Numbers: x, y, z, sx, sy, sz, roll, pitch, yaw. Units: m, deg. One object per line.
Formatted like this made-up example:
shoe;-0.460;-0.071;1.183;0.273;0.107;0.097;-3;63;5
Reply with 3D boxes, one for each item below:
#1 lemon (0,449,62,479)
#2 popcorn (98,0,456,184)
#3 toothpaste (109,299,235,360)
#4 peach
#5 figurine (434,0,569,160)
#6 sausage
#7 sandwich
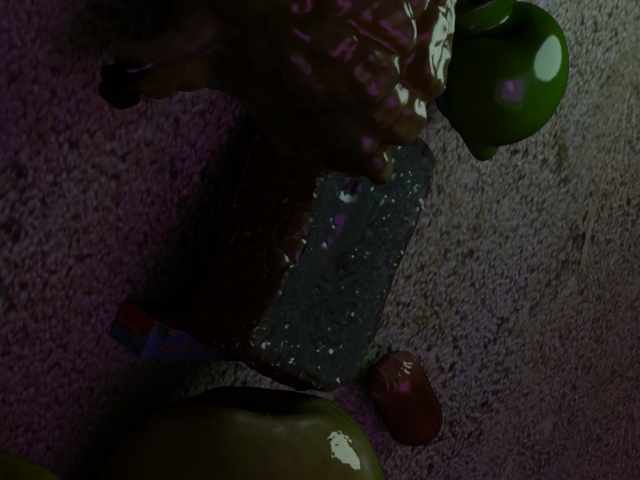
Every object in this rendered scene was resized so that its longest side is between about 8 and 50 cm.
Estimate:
lemon;-0.319;0.328;1.527;0.245;0.245;0.319;-23;142;-40
popcorn;-0.004;-0.185;1.477;0.293;0.293;0.237;66;28;-53
toothpaste;-0.121;0.099;1.732;0.193;0.070;0.044;7;111;-54
peach;-0.071;0.301;1.752;0.281;0.314;0.315;-24;107;-46
figurine;0.179;-0.213;1.794;0.162;0.143;0.263;-42;135;-31
sausage;0.106;0.198;2.115;0.077;0.077;0.194;-46;148;-14
sandwich;0.000;0.000;1.719;0.271;0.099;0.301;29;79;-57
